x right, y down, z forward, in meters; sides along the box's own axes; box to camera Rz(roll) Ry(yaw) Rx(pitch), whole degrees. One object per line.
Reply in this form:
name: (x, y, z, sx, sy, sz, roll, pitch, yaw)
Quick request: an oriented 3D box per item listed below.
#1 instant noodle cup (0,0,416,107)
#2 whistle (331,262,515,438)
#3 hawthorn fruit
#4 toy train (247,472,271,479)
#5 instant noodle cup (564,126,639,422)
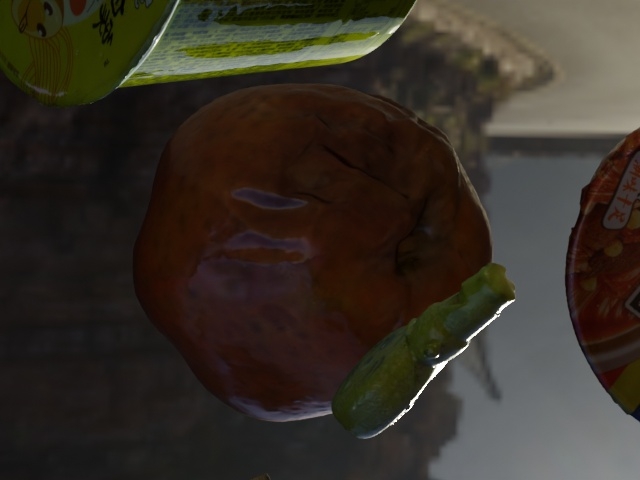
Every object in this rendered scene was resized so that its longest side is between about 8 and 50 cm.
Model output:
instant noodle cup: (-0.075, -0.237, 1.142, 0.221, 0.311, 0.311, -1, -177, -40)
whistle: (0.087, 0.092, 1.424, 0.198, 0.057, 0.104, -41, -172, 30)
hawthorn fruit: (0.000, 0.000, 2.230, 0.472, 0.471, 0.472, 1, -178, 0)
toy train: (-0.153, 0.440, 2.282, 0.300, 0.202, 0.131, -22, -153, -5)
instant noodle cup: (0.285, 0.010, 1.233, 0.250, 0.250, 0.192, 1, -172, 1)
